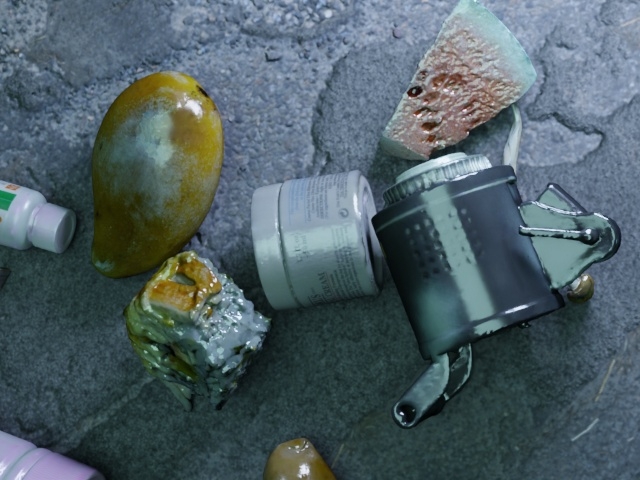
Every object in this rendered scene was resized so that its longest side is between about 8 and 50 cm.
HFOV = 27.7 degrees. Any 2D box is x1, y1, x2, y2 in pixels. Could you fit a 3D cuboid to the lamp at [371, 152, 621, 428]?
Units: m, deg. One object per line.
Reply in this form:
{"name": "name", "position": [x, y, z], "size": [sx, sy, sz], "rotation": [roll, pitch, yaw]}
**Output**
{"name": "lamp", "position": [0.183, 0.027, 1.720], "size": [0.374, 0.205, 0.272], "rotation": [-42, 76, 14]}

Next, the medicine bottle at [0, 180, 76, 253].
{"name": "medicine bottle", "position": [-0.494, -0.047, 1.929], "size": [0.260, 0.095, 0.095], "rotation": [16, 91, 15]}

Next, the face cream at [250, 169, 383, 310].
{"name": "face cream", "position": [0.000, 0.000, 1.774], "size": [0.153, 0.177, 0.177], "rotation": [-9, 86, 12]}

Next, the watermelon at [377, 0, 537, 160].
{"name": "watermelon", "position": [0.174, -0.202, 1.800], "size": [0.154, 0.094, 0.241], "rotation": [45, 99, 1]}

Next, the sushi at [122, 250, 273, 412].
{"name": "sushi", "position": [-0.169, 0.131, 1.797], "size": [0.184, 0.274, 0.139], "rotation": [36, 69, 8]}

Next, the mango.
{"name": "mango", "position": [-0.244, -0.087, 1.852], "size": [0.193, 0.146, 0.316], "rotation": [25, 100, 20]}

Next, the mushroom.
{"name": "mushroom", "position": [0.292, -0.052, 1.785], "size": [0.068, 0.043, 0.306], "rotation": [-22, 81, -8]}

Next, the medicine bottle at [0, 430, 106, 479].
{"name": "medicine bottle", "position": [-0.490, 0.369, 1.856], "size": [0.316, 0.202, 0.202], "rotation": [19, 92, 13]}

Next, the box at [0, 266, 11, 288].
{"name": "box", "position": [-0.498, 0.077, 1.949], "size": [0.012, 0.046, 0.083], "rotation": [31, 94, 13]}

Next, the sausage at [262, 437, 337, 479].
{"name": "sausage", "position": [0.051, 0.508, 1.770], "size": [0.136, 0.123, 0.500], "rotation": [-32, 81, 7]}
